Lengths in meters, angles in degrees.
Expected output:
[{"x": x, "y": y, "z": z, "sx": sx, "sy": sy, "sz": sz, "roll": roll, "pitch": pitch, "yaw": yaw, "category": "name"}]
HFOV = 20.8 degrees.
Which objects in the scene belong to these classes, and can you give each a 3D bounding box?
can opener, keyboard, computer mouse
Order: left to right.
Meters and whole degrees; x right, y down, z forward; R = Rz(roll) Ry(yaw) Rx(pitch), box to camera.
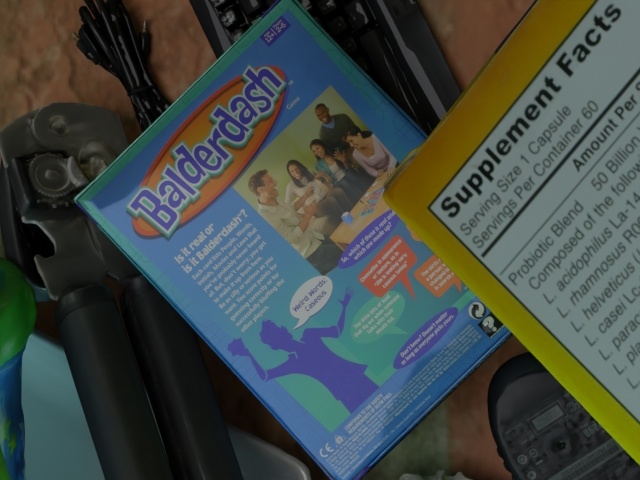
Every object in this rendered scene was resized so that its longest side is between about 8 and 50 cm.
[{"x": -0.115, "y": 0.056, "z": 0.976, "sx": 0.095, "sy": 0.076, "sz": 0.283, "roll": -47, "pitch": 59, "yaw": 59, "category": "can opener"}, {"x": -0.033, "y": -0.090, "z": 0.979, "sx": 0.201, "sy": 0.033, "sz": 0.317, "roll": -30, "pitch": 81, "yaw": 25, "category": "keyboard"}, {"x": 0.165, "y": 0.163, "z": 0.909, "sx": 0.071, "sy": 0.041, "sz": 0.242, "roll": -31, "pitch": 86, "yaw": 7, "category": "computer mouse"}]

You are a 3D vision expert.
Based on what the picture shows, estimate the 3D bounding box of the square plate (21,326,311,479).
[{"x": -0.194, "y": 0.215, "z": 1.072, "sx": 0.344, "sy": 0.049, "sz": 0.347, "roll": 25, "pitch": 105, "yaw": 22, "category": "square plate"}]

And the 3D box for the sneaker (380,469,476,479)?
[{"x": 0.002, "y": 0.246, "z": 0.953, "sx": 0.293, "sy": 0.146, "sz": 0.102, "roll": -36, "pitch": 50, "yaw": -5, "category": "sneaker"}]

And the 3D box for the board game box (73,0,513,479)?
[{"x": 0.000, "y": 0.000, "z": 0.914, "sx": 0.160, "sy": 0.047, "sz": 0.210, "roll": -43, "pitch": 82, "yaw": 4, "category": "board game box"}]

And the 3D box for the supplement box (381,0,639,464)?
[{"x": 0.240, "y": 0.018, "z": 0.756, "sx": 0.356, "sy": 0.195, "sz": 0.194, "roll": 47, "pitch": 121, "yaw": 14, "category": "supplement box"}]

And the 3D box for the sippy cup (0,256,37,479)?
[{"x": -0.259, "y": 0.143, "z": 0.956, "sx": 0.240, "sy": 0.305, "sz": 0.224, "roll": -8, "pitch": 104, "yaw": -2, "category": "sippy cup"}]
